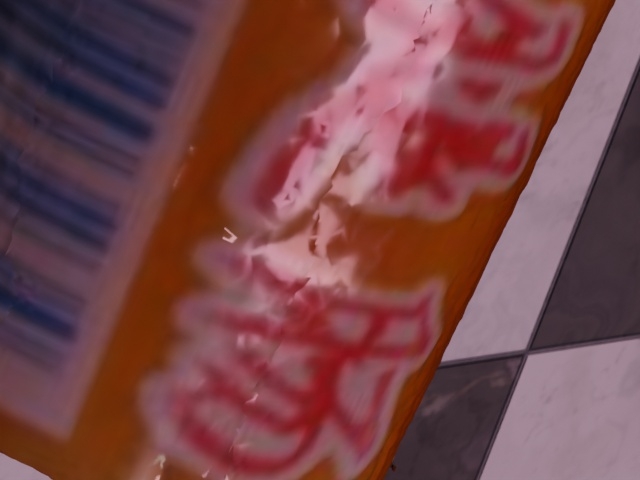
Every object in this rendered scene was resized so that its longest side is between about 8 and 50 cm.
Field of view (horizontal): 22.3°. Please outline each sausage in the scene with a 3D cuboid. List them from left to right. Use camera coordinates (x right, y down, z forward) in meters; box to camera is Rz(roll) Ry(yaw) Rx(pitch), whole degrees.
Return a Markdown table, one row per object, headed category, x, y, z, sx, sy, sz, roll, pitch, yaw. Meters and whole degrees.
| category | x | y | z | sx | sy | sz | roll | pitch | yaw |
| --- | --- | --- | --- | --- | --- | --- | --- | --- | --- |
| sausage | -0.025 | -0.073 | 0.594 | 0.233 | 0.233 | 0.287 | 6 | 115 | -43 |
